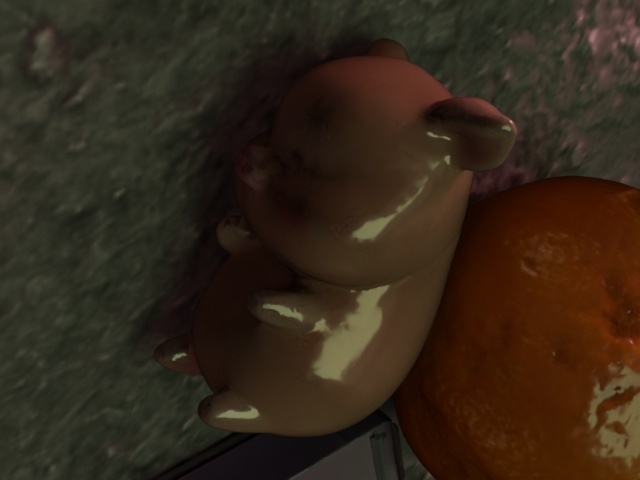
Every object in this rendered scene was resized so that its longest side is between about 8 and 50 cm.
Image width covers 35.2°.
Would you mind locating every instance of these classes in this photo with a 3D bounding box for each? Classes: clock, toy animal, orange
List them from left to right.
[{"bbox_3d":[-0.032,0.209,0.748,0.193,0.073,0.145,-25,125,-24],"label":"clock"},{"bbox_3d":[0.010,0.005,0.622,0.154,0.166,0.250,5,116,-44],"label":"toy animal"},{"bbox_3d":[0.176,0.081,0.731,0.261,0.261,0.261,-16,121,-29],"label":"orange"}]
